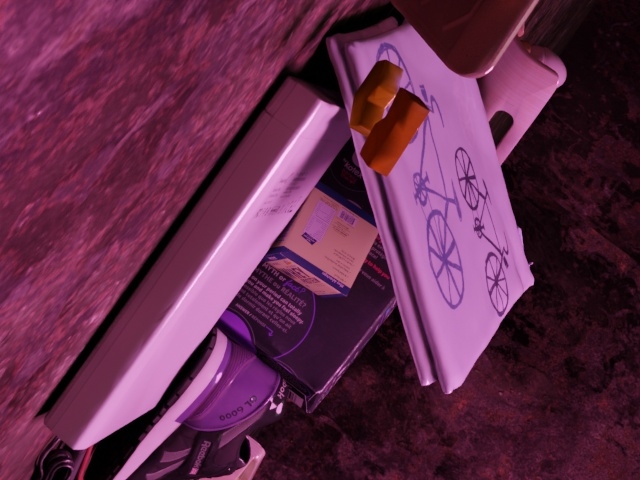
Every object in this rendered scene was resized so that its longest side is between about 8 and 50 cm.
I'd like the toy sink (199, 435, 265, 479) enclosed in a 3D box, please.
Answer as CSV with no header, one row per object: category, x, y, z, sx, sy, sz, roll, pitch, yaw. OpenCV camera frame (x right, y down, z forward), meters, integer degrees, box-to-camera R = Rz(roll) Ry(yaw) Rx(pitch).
toy sink,-0.165,0.306,1.902,0.234,0.131,0.153,-50,173,-27

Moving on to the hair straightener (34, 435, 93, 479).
hair straightener,-0.250,0.240,1.335,0.089,0.047,0.230,-45,170,-50

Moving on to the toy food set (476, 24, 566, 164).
toy food set,0.211,-0.216,1.572,0.220,0.092,0.306,121,-14,-47

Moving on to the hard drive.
hard drive,-0.094,0.015,1.240,0.353,0.047,0.233,-54,174,8

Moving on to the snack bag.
snack bag,0.113,-0.060,1.321,0.037,0.323,0.342,-13,-170,24

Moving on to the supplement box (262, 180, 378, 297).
supplement box,0.000,0.000,1.367,0.083,0.083,0.056,-62,-161,-16

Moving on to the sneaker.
sneaker,-0.142,0.219,1.430,0.283,0.124,0.107,-46,-160,30

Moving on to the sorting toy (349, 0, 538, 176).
sorting toy,0.118,-0.201,1.083,0.307,0.041,0.229,-57,-157,14

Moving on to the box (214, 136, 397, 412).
box,0.012,0.022,1.480,0.270,0.165,0.143,-51,174,-15
